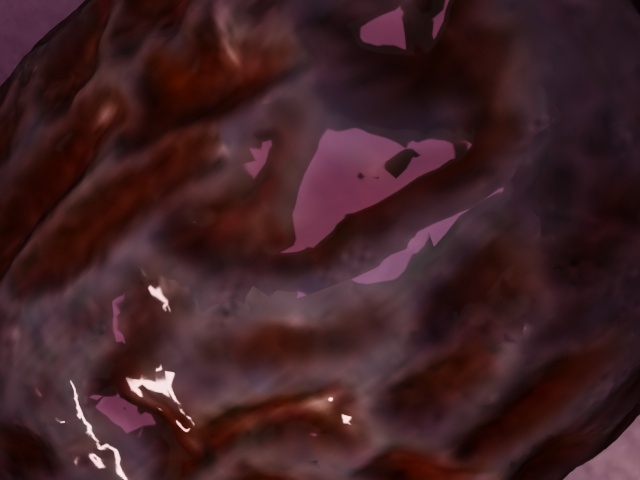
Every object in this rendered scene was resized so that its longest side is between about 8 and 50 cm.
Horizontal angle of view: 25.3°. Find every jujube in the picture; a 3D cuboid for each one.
[{"bbox_3d":[-0.005,-0.001,0.525,0.308,0.215,0.246,-41,85,23],"label":"jujube"}]
